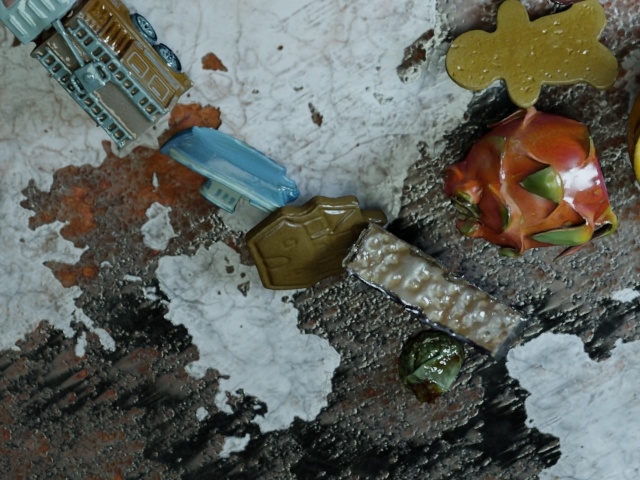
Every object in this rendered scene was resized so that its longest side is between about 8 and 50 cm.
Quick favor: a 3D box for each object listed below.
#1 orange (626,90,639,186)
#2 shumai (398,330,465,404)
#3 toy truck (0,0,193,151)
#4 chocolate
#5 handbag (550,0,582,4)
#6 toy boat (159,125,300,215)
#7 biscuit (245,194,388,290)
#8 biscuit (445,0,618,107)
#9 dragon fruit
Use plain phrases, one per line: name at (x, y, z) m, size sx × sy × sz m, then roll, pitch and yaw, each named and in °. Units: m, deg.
orange at (0.571, -0.160, 1.788) m, size 0.310 × 0.274 × 0.274 m, roll -30°, pitch 118°, yaw -31°
shumai at (0.176, 0.210, 2.072) m, size 0.099 × 0.087 × 0.124 m, roll 23°, pitch 113°, yaw -6°
toy truck at (-0.332, -0.278, 1.828) m, size 0.136 × 0.162 × 0.305 m, roll -36°, pitch 108°, yaw 18°
chocolate at (0.176, 0.078, 2.000) m, size 0.329 × 0.065 × 0.102 m, roll 31°, pitch 104°, yaw -24°
handbag at (0.389, -0.477, 1.738) m, size 0.260 × 0.084 × 0.276 m, roll -17°, pitch 113°, yaw 11°
toy boat at (-0.143, -0.091, 1.948) m, size 0.215 × 0.088 × 0.102 m, roll 29°, pitch 117°, yaw -12°
biscuit at (0.001, 0.002, 1.971) m, size 0.215 × 0.034 × 0.182 m, roll -20°, pitch 141°, yaw 0°
biscuit at (0.296, -0.265, 1.837) m, size 0.240 × 0.035 × 0.158 m, roll -6°, pitch 79°, yaw 5°
dragon fruit at (0.302, -0.078, 1.862) m, size 0.227 × 0.224 × 0.224 m, roll -24°, pitch 112°, yaw 18°
